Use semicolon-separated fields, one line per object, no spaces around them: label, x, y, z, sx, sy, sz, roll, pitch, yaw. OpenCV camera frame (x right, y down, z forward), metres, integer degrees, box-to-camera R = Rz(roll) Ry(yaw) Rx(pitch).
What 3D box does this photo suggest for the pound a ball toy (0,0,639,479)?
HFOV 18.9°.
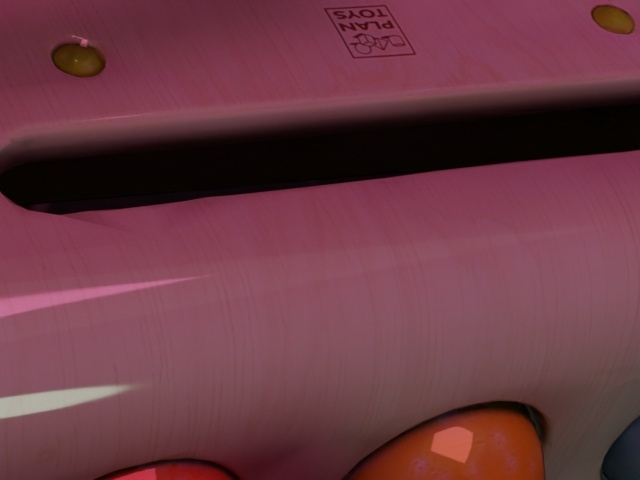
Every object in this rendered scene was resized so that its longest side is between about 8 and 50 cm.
pound a ball toy;0.000;0.000;0.429;0.319;0.208;0.136;-7;51;-29
